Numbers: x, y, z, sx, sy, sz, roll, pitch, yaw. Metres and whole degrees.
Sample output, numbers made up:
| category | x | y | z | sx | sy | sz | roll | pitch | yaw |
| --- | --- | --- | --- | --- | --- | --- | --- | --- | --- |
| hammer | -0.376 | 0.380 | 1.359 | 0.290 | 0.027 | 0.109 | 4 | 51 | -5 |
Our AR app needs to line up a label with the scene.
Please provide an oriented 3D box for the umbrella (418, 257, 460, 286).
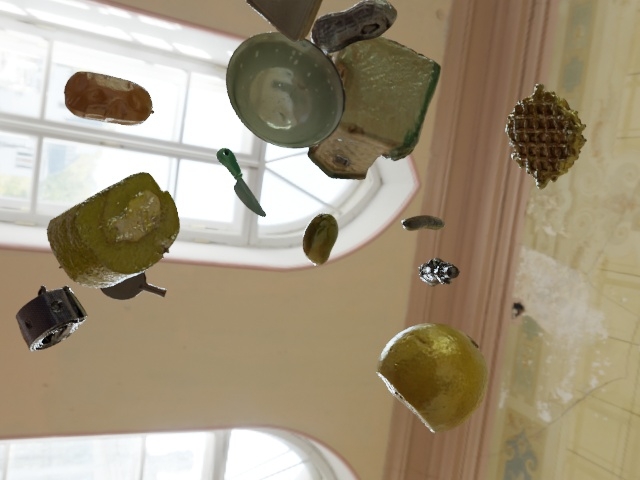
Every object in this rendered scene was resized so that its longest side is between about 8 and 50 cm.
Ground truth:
| category | x | y | z | sx | sy | sz | roll | pitch | yaw |
| --- | --- | --- | --- | --- | --- | --- | --- | --- | --- |
| umbrella | 0.351 | 0.089 | 1.618 | 0.071 | 0.080 | 0.224 | -49 | -179 | -7 |

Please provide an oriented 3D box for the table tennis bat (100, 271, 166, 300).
| category | x | y | z | sx | sy | sz | roll | pitch | yaw |
| --- | --- | --- | --- | --- | --- | --- | --- | --- | --- |
| table tennis bat | -0.447 | 0.121 | 1.341 | 0.107 | 0.170 | 0.119 | -64 | -150 | 5 |

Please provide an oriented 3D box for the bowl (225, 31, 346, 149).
| category | x | y | z | sx | sy | sz | roll | pitch | yaw |
| --- | --- | --- | --- | --- | --- | --- | --- | --- | --- |
| bowl | -0.103 | -0.354 | 1.416 | 0.146 | 0.313 | 0.313 | 145 | -53 | -65 |

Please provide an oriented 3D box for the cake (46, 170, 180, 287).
| category | x | y | z | sx | sy | sz | roll | pitch | yaw |
| --- | --- | --- | --- | --- | --- | --- | --- | --- | --- |
| cake | -0.407 | -0.021 | 1.132 | 0.156 | 0.260 | 0.179 | -17 | -72 | 36 |

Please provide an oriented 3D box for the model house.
| category | x | y | z | sx | sy | sz | roll | pitch | yaw |
| --- | --- | --- | --- | --- | --- | --- | --- | --- | --- |
| model house | 0.134 | -0.396 | 1.751 | 0.342 | 0.334 | 0.382 | 134 | -26 | -63 |

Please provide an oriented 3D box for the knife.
| category | x | y | z | sx | sy | sz | roll | pitch | yaw |
| --- | --- | --- | --- | --- | --- | --- | --- | --- | --- |
| knife | -0.253 | -0.177 | 1.762 | 0.034 | 0.063 | 0.260 | -14 | -71 | 51 |

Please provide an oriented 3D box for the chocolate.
| category | x | y | z | sx | sy | sz | roll | pitch | yaw |
| --- | --- | --- | --- | --- | --- | --- | --- | --- | --- |
| chocolate | 0.088 | -0.591 | 1.519 | 0.110 | 0.248 | 0.110 | -15 | 90 | -84 |

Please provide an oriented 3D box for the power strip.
| category | x | y | z | sx | sy | sz | roll | pitch | yaw |
| --- | --- | --- | --- | --- | --- | --- | --- | --- | --- |
| power strip | -0.039 | -0.503 | 1.037 | 0.198 | 0.064 | 0.213 | 50 | -51 | 24 |

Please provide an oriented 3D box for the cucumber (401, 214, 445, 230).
| category | x | y | z | sx | sy | sz | roll | pitch | yaw |
| --- | --- | --- | --- | --- | --- | --- | --- | --- | --- |
| cucumber | 0.353 | -0.060 | 1.901 | 0.056 | 0.284 | 0.056 | 1 | -89 | 39 |

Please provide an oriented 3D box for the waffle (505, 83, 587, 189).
| category | x | y | z | sx | sy | sz | roll | pitch | yaw |
| --- | --- | --- | --- | --- | --- | --- | --- | --- | --- |
| waffle | 0.568 | -0.269 | 1.428 | 0.238 | 0.059 | 0.243 | 65 | -24 | 25 |

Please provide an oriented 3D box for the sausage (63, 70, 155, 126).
| category | x | y | z | sx | sy | sz | roll | pitch | yaw |
| --- | --- | --- | --- | --- | --- | --- | --- | --- | --- |
| sausage | -0.586 | -0.391 | 1.547 | 0.120 | 0.241 | 0.136 | 149 | -59 | -60 |

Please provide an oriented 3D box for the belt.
| category | x | y | z | sx | sy | sz | roll | pitch | yaw |
| --- | --- | --- | --- | --- | --- | --- | --- | --- | --- |
| belt | -0.733 | 0.205 | 1.488 | 0.230 | 0.139 | 0.126 | -39 | -101 | 47 |

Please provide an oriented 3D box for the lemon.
| category | x | y | z | sx | sy | sz | roll | pitch | yaw |
| --- | --- | --- | --- | --- | --- | --- | --- | --- | --- |
| lemon | 0.265 | 0.295 | 1.257 | 0.219 | 0.240 | 0.240 | -41 | -152 | -7 |

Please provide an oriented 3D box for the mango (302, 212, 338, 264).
| category | x | y | z | sx | sy | sz | roll | pitch | yaw |
| --- | --- | --- | --- | --- | --- | --- | --- | --- | --- |
| mango | -0.002 | -0.002 | 1.870 | 0.085 | 0.122 | 0.191 | 29 | -69 | 41 |
